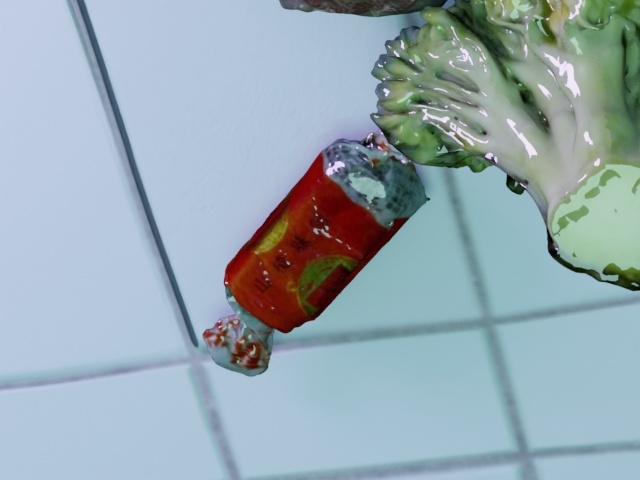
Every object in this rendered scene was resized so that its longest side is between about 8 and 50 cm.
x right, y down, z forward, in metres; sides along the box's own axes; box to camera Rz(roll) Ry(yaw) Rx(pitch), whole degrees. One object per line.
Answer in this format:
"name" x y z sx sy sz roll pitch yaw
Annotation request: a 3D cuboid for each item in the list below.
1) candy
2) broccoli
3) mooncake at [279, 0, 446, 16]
"candy" -0.001 -0.001 1.287 0.086 0.059 0.292 39 119 -5
"broccoli" 0.181 -0.089 1.084 0.248 0.245 0.288 42 118 -18
"mooncake" 0.027 -0.215 1.156 0.125 0.073 0.130 4 117 13
